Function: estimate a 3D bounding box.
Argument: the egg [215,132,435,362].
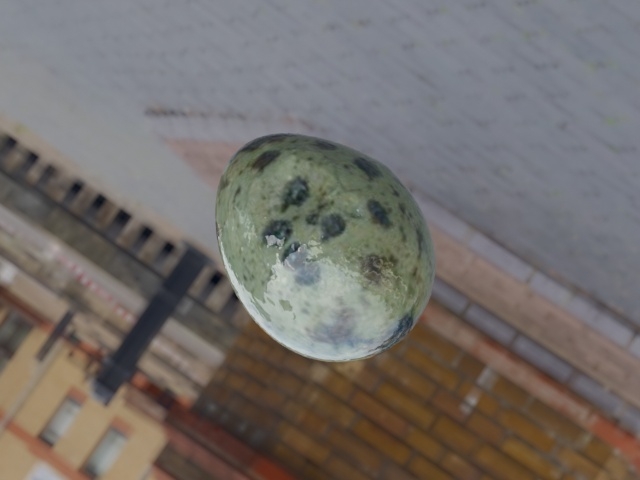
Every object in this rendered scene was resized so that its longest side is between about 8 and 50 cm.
[{"bbox_3d":[0.000,0.000,1.169,0.182,0.141,0.141,50,179,26],"label":"egg"}]
